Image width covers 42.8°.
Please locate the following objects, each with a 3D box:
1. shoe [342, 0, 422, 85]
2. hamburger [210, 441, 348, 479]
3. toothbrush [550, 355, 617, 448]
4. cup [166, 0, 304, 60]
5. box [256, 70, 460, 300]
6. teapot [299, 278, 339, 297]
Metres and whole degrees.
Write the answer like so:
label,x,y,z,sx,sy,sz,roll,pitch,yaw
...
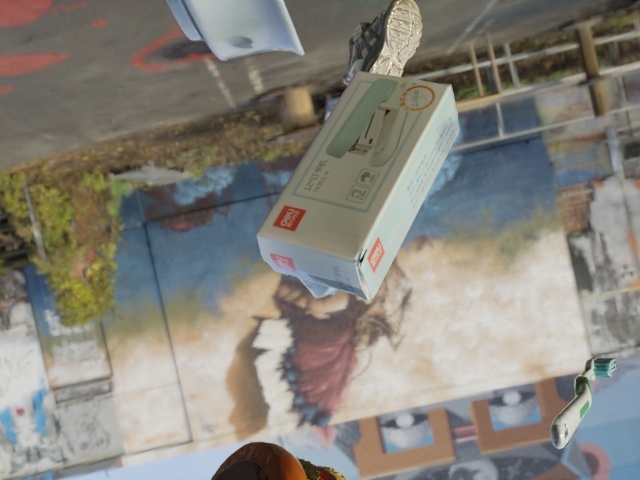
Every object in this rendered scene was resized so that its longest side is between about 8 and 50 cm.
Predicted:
label,x,y,z,sx,sy,sz,roll,pitch,yaw
shoe,0.101,-0.332,1.396,0.089,0.180,0.092,16,-171,-44
hamburger,-0.078,0.542,1.463,0.250,0.330,0.330,36,157,-24
toothbrush,0.345,0.204,1.085,0.040,0.042,0.418,-4,-179,28
cup,-0.164,-0.421,1.273,0.163,0.347,0.347,-23,180,4
box,0.050,-0.069,0.932,0.135,0.269,0.079,15,151,28
teapot,0.000,0.000,1.332,0.159,0.159,0.232,-13,174,-15
